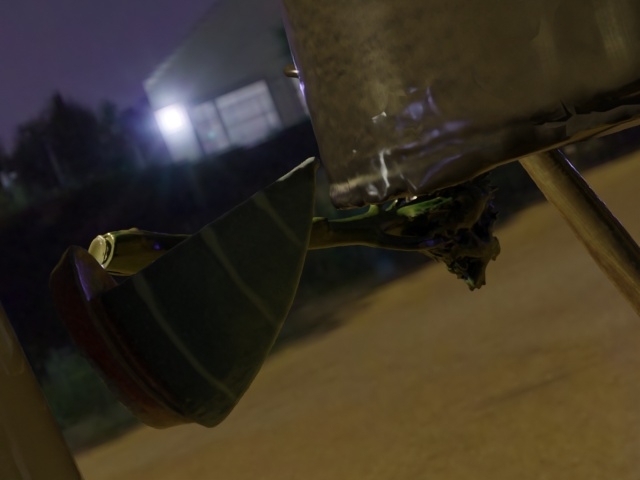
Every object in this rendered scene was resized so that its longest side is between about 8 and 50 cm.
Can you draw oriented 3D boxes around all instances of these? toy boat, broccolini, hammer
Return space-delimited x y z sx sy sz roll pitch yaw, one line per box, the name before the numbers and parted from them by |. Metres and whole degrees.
toy boat | -0.040 0.020 0.614 0.122 0.096 0.034 -31 9 20
broccolini | 0.004 -0.005 0.767 0.254 0.071 0.057 -6 -36 -43
hammer | 0.092 -0.014 0.566 0.062 0.182 0.017 -38 -4 14

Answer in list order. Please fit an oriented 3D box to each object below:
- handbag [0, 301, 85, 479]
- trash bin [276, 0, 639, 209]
handbag | -0.196 0.110 0.582 0.236 0.358 0.160 -40 -21 30
trash bin | 0.057 -0.178 0.405 0.203 0.302 0.252 -18 5 -37
